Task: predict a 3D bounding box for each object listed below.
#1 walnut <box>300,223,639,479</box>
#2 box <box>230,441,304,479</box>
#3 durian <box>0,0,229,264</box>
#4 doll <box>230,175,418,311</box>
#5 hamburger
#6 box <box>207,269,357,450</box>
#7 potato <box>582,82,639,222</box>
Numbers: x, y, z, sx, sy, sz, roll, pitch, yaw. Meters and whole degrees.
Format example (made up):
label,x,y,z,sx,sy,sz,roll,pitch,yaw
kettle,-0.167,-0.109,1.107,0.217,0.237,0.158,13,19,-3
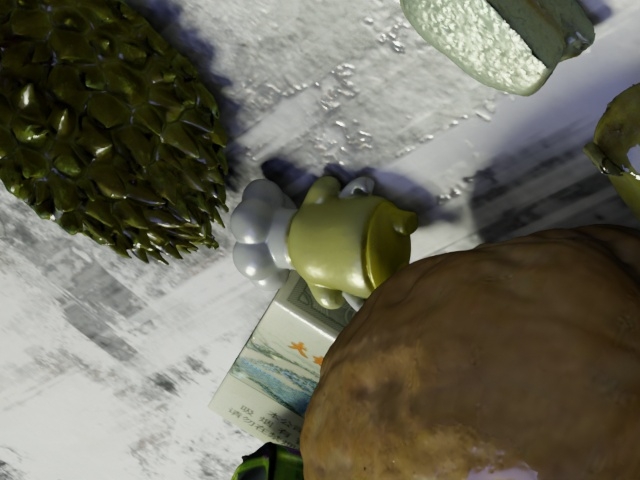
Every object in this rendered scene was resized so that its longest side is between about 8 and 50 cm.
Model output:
label,x,y,z,sx,sy,sz,roll,pitch,yaw
walnut,0.143,0.141,1.153,0.306,0.306,0.344,40,154,-15
box,0.088,0.273,1.482,0.345,0.097,0.134,19,152,-14
durian,-0.210,-0.138,1.275,0.394,0.163,0.198,39,-172,-5
doll,0.000,0.000,1.283,0.162,0.062,0.106,7,103,33
hamburger,0.094,-0.139,1.015,0.121,0.054,0.084,44,152,-15
box,0.013,0.118,1.446,0.164,0.069,0.256,31,150,-1
potato,0.252,-0.014,1.004,0.225,0.090,0.117,39,111,-22
